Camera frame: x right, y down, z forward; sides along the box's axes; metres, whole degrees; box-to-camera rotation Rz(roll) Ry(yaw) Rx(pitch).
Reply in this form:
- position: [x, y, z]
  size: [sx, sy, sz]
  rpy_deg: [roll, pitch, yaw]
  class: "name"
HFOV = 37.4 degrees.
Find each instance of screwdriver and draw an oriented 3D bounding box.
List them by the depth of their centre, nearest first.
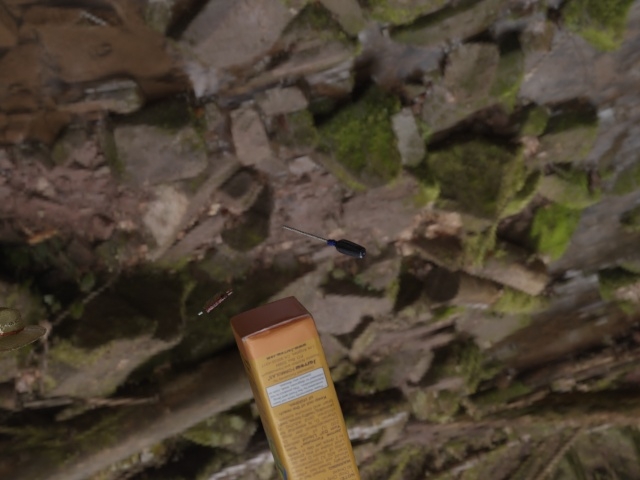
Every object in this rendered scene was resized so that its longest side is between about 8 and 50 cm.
- position: [0.000, 0.000, 1.582]
  size: [0.170, 0.025, 0.024]
  rpy_deg: [14, 145, 26]
  class: "screwdriver"

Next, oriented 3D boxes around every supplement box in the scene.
- position: [-0.021, 0.181, 0.971]
  size: [0.080, 0.233, 0.078]
  rpy_deg: [-21, -164, -11]
  class: "supplement box"

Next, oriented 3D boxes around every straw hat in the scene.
- position: [-0.580, 0.153, 1.735]
  size: [0.144, 0.061, 0.144]
  rpy_deg: [-5, -165, 1]
  class: "straw hat"

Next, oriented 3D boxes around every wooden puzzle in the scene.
- position: [-0.211, 0.120, 1.881]
  size: [0.083, 0.006, 0.049]
  rpy_deg: [-39, -164, -9]
  class: "wooden puzzle"
